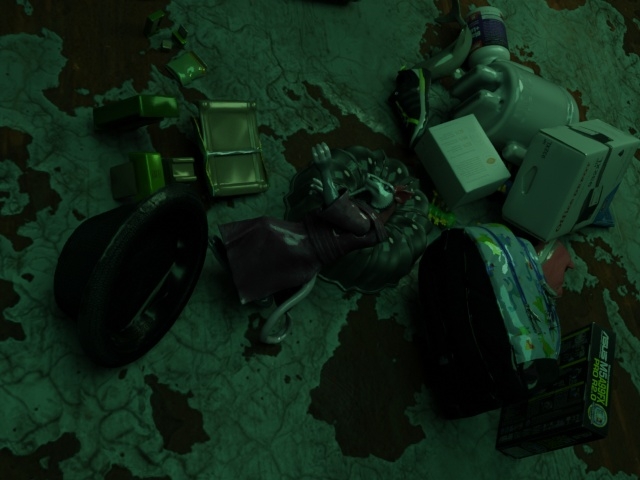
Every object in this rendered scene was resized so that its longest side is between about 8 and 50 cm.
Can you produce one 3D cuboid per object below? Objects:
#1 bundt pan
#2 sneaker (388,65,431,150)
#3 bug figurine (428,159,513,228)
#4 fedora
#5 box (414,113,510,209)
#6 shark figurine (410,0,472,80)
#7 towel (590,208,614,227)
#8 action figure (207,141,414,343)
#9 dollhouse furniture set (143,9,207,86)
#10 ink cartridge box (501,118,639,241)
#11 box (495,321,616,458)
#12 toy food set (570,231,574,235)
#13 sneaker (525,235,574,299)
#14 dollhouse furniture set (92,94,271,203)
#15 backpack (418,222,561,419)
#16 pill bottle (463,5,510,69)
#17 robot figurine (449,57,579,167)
[{"bbox_3d":[0.096,-0.061,1.568,0.331,0.124,0.330,11,62,-22],"label":"bundt pan"},{"bbox_3d":[0.207,-0.314,1.781,0.097,0.084,0.234,6,61,3],"label":"sneaker"},{"bbox_3d":[0.344,-0.080,1.729,0.216,0.072,0.279,27,63,-5],"label":"bug figurine"},{"bbox_3d":[-0.333,0.040,1.263,0.152,0.334,0.334,19,55,18],"label":"fedora"},{"bbox_3d":[0.313,-0.175,1.666,0.130,0.091,0.170,-20,74,-24],"label":"box"},{"bbox_3d":[0.341,-0.505,1.873,0.166,0.116,0.278,20,63,11],"label":"shark figurine"},{"bbox_3d":[0.704,-0.069,1.916,0.119,0.029,0.067,5,64,-33],"label":"towel"},{"bbox_3d":[0.000,0.000,1.330,0.370,0.248,0.275,-22,79,11],"label":"action figure"},{"bbox_3d":[-0.302,-0.406,1.569,0.151,0.058,0.076,49,57,1],"label":"dollhouse furniture set"},{"bbox_3d":[0.579,-0.144,1.723,0.129,0.223,0.307,36,34,32],"label":"ink cartridge box"},{"bbox_3d":[0.466,0.305,1.492,0.060,0.270,0.216,27,58,-12],"label":"box"},{"bbox_3d":[0.611,-0.052,1.876,0.083,0.020,0.082,19,61,-18],"label":"toy food set"},{"bbox_3d":[0.487,0.097,1.691,0.136,0.116,0.314,46,56,-2],"label":"sneaker"},{"bbox_3d":[-0.266,-0.175,1.479,0.301,0.151,0.197,-10,92,-47],"label":"dollhouse furniture set"},{"bbox_3d":[0.325,0.139,1.488,0.273,0.290,0.355,-17,74,-30],"label":"backpack"},{"bbox_3d":[0.432,-0.498,1.941,0.108,0.108,0.193,8,64,-23],"label":"pill bottle"},{"bbox_3d":[0.478,-0.303,1.806,0.353,0.200,0.300,14,66,-30],"label":"robot figurine"}]
